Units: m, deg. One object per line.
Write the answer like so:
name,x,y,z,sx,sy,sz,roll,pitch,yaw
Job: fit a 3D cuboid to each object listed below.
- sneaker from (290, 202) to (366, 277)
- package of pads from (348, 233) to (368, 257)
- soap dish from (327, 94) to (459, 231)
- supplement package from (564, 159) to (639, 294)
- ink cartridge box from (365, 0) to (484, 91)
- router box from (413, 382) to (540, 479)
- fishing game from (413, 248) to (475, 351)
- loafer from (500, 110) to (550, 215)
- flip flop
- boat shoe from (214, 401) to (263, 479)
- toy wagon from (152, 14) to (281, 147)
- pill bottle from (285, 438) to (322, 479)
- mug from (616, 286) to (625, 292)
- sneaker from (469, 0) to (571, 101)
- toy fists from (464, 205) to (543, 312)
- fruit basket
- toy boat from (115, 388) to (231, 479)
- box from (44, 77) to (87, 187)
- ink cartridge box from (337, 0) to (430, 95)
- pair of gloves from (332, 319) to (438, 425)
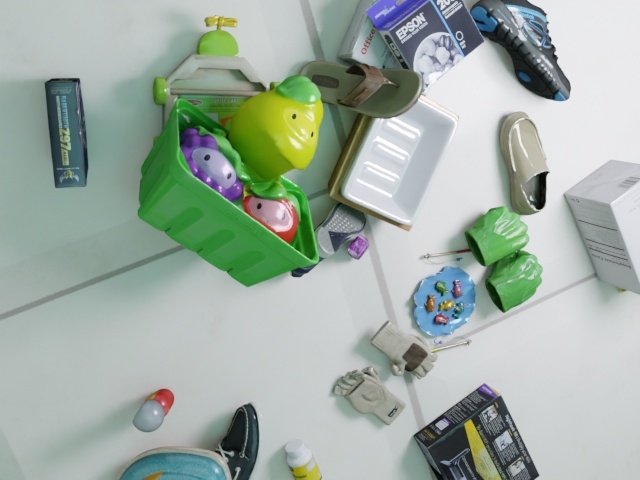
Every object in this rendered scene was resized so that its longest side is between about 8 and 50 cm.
sneaker,-0.001,-0.001,1.723,0.086,0.163,0.226,54,38,-2
package of pads,0.088,0.017,1.762,0.032,0.083,0.050,33,87,8
soap dish,0.159,-0.194,1.716,0.229,0.118,0.290,22,93,-27
supplement package,0.801,-0.036,1.982,0.177,0.175,0.293,-35,113,-12
ink cartridge box,0.228,-0.457,1.627,0.206,0.045,0.208,-41,106,-20
router box,0.418,0.573,2.023,0.243,0.081,0.309,-33,112,-12
fishing game,0.316,0.155,1.909,0.189,0.041,0.264,-5,104,-23
loafer,0.515,-0.186,1.878,0.102,0.092,0.268,-20,109,-17
flip flop,0.077,-0.328,1.596,0.277,0.080,0.112,15,86,18
boat shoe,-0.203,0.514,1.743,0.091,0.114,0.302,5,100,-29
toy wagon,-0.211,-0.286,1.578,0.267,0.068,0.344,-2,103,-22
pill bottle,-0.043,0.540,1.839,0.065,0.065,0.116,-26,110,-15
mug,0.845,0.111,2.100,0.064,0.062,0.078,-21,103,-8
sneaker,0.503,-0.468,1.791,0.341,0.125,0.139,43,80,-27
toy fists,0.466,0.042,1.913,0.142,0.096,0.279,-30,114,-6
fruit basket,-0.125,-0.139,1.483,0.392,0.283,0.392,-5,131,-6
toy boat,-0.336,0.483,1.641,0.268,0.148,0.318,-9,97,7
box,-0.464,-0.204,1.403,0.059,0.233,0.183,-4,104,-15
ink cartridge box,0.162,-0.430,1.682,0.208,0.087,0.153,22,93,-25
pair of gloves,0.165,0.325,1.884,0.204,0.042,0.240,31,96,-29
